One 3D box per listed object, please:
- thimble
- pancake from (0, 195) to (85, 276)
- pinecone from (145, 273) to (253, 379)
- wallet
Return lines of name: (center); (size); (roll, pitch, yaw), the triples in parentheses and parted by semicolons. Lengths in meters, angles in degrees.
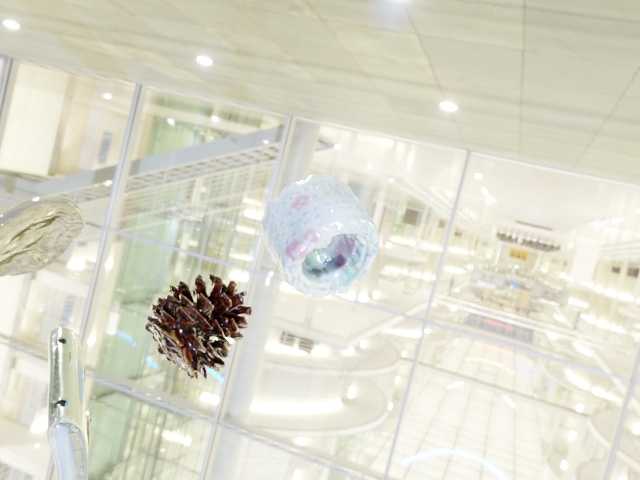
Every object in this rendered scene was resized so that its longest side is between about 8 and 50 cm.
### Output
thimble: (0.000, 0.000, 1.115); (0.149, 0.185, 0.211); (59, 171, 38)
pancake: (-0.529, -0.002, 1.091); (0.050, 0.242, 0.242); (55, -166, 12)
pinecone: (-0.191, 0.130, 1.031); (0.163, 0.165, 0.163); (33, 149, 23)
wallet: (-0.268, 0.180, 0.670); (0.039, 0.110, 0.155); (-5, -150, -19)
